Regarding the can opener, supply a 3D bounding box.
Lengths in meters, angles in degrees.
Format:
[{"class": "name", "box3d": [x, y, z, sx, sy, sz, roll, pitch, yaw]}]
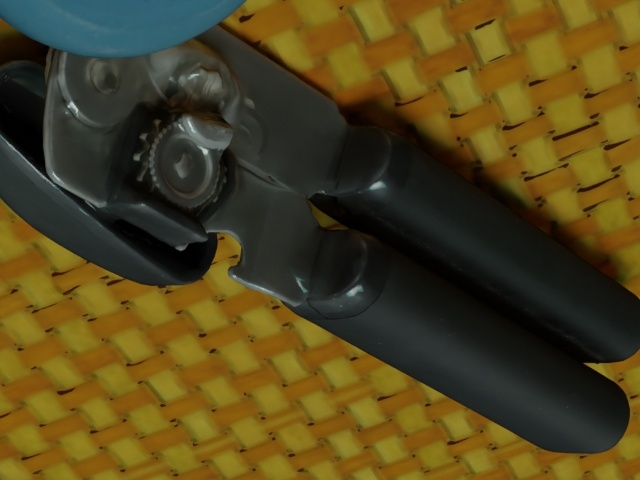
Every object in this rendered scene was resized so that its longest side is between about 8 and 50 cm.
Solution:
[{"class": "can opener", "box3d": [0.000, 0.000, 0.674, 0.095, 0.076, 0.283, -5, 152, 45]}]

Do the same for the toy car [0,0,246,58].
[{"class": "toy car", "box3d": [-0.062, -0.196, 0.366, 0.238, 0.219, 0.210, -50, 133, -2]}]
